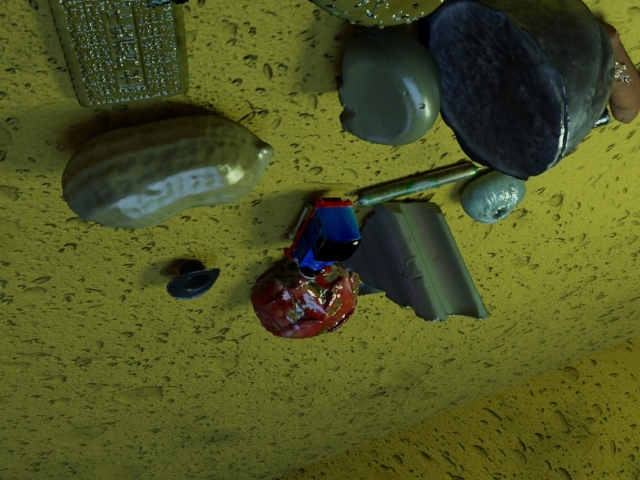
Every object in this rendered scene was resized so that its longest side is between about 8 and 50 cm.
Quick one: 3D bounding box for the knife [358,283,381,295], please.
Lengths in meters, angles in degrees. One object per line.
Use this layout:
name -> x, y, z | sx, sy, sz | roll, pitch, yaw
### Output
knife -> 0.166, 0.110, 2.131 | 0.231, 0.028, 0.060 | -8, 140, -10

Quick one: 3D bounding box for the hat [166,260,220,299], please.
hat -> -0.269, 0.075, 1.790 | 0.121, 0.050, 0.121 | -18, 151, -10

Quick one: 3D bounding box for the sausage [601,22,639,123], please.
sausage -> 0.526, -0.292, 1.516 | 0.078, 0.078, 0.304 | -28, 152, 21

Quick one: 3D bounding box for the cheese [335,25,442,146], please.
cheese -> 0.101, -0.244, 1.311 | 0.175, 0.091, 0.202 | 14, 142, 23

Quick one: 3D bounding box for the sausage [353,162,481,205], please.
sausage -> 0.195, -0.113, 1.713 | 0.269, 0.032, 0.032 | -15, 153, -3

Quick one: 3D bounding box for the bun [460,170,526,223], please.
bun -> 0.369, -0.088, 1.800 | 0.141, 0.083, 0.140 | -13, 150, -8

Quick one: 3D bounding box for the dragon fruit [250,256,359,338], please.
dragon fruit -> -0.048, 0.124, 1.915 | 0.262, 0.134, 0.211 | -16, 142, 9

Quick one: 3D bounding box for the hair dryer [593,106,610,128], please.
hair dryer -> 0.449, -0.252, 1.585 | 0.173, 0.050, 0.195 | -21, 148, 7

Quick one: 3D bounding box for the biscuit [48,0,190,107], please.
biscuit -> -0.267, -0.273, 1.169 | 0.172, 0.029, 0.254 | -10, 152, -10

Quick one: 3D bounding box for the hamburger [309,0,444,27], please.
hamburger -> 0.041, -0.365, 1.012 | 0.288, 0.167, 0.192 | 5, 144, -35

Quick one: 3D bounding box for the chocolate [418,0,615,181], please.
chocolate -> 0.320, -0.265, 1.276 | 0.213, 0.303, 0.303 | -33, 159, -22

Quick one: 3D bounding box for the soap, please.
soap -> 0.186, 0.089, 1.810 | 0.159, 0.302, 0.258 | -5, 153, -29

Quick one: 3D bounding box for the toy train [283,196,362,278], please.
toy train -> 0.000, 0.000, 1.710 | 0.083, 0.131, 0.204 | -3, 150, -25

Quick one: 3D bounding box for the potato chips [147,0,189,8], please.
potato chips -> -0.168, -0.378, 1.012 | 0.202, 0.029, 0.220 | -32, 149, 14

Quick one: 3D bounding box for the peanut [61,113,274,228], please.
peanut -> -0.236, -0.111, 1.352 | 0.340, 0.158, 0.174 | -16, 132, -9
